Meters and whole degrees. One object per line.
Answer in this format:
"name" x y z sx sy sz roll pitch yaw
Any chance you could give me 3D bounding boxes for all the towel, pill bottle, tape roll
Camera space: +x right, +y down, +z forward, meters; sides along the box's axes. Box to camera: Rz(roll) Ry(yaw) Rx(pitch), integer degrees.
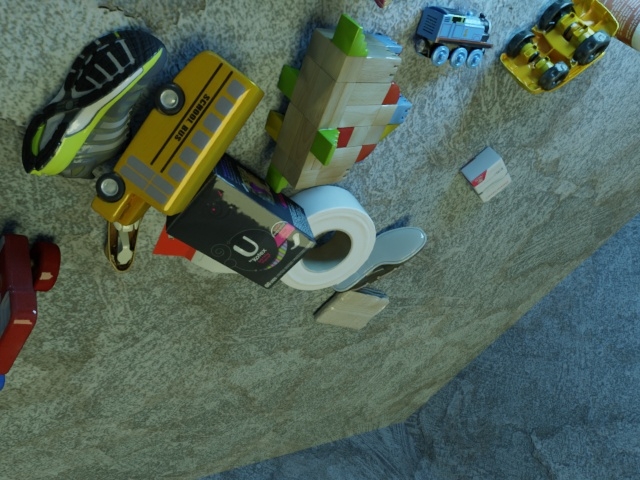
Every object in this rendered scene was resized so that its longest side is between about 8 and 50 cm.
"towel" 0.123 0.248 1.687 0.282 0.049 0.187 18 122 -46
"pill bottle" 0.732 -0.509 1.057 0.121 0.216 0.121 -19 143 -15
"tape roll" 0.000 0.000 1.225 0.286 0.100 0.286 -16 135 -16

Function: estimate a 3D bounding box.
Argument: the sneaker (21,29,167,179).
"sneaker" -0.353 -0.214 0.761 0.300 0.111 0.121 -39 160 14

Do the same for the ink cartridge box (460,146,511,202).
"ink cartridge box" 0.502 -0.196 1.405 0.109 0.063 0.150 -40 144 13

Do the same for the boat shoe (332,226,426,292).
"boat shoe" 0.179 0.061 1.464 0.335 0.112 0.095 -30 163 9

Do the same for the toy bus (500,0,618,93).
"toy bus" 0.560 -0.434 1.113 0.220 0.149 0.211 -38 160 14

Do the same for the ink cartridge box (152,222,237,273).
"ink cartridge box" -0.253 -0.005 1.109 0.232 0.066 0.189 2 133 -43

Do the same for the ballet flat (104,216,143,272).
"ballet flat" -0.402 -0.025 0.960 0.080 0.073 0.232 -6 138 -30

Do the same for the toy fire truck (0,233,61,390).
"toy fire truck" -0.606 0.139 0.859 0.169 0.254 0.302 16 124 -45

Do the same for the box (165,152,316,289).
"box" -0.167 -0.043 0.985 0.270 0.143 0.165 34 111 -32

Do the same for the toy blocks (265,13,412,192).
"toy blocks" 0.065 -0.262 0.949 0.260 0.191 0.381 -16 144 -39

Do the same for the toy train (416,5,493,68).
"toy train" 0.282 -0.422 0.965 0.184 0.080 0.105 -8 133 -28

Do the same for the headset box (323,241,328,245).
"headset box" 0.040 0.037 1.385 0.062 0.032 0.083 -18 144 -16

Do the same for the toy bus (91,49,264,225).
"toy bus" -0.247 -0.161 0.804 0.130 0.108 0.333 36 99 -6

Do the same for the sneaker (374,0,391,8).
"sneaker" 0.123 -0.489 0.785 0.074 0.063 0.170 -29 143 -14
